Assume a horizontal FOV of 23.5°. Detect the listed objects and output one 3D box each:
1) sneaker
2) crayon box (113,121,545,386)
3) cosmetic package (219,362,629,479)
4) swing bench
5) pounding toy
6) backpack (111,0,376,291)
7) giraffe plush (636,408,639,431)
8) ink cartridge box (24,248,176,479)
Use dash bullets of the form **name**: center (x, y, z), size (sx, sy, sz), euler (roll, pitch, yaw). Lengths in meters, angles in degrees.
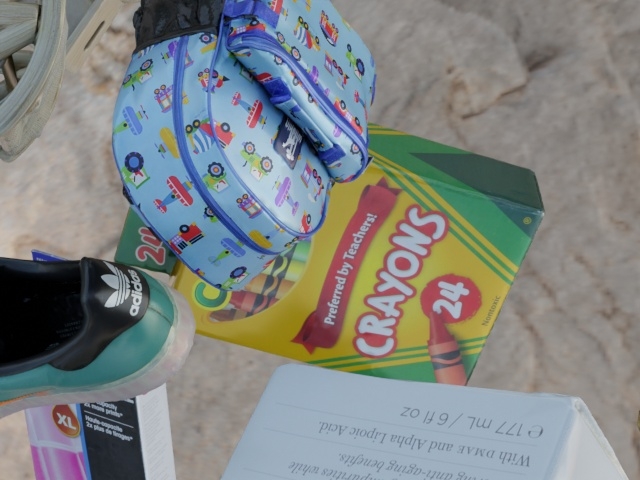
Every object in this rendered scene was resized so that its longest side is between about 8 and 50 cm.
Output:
- **sneaker**: center (-0.242, 0.070, 1.025), size (0.302, 0.121, 0.108), euler (-18, 60, 17)
- **crayon box**: center (0.000, 0.000, 1.276), size (0.318, 0.081, 0.202), euler (15, 120, -9)
- **cosmetic package**: center (0.012, 0.273, 0.831), size (0.156, 0.217, 0.385), euler (54, 51, -40)
- **swing bench**: center (-0.301, -0.123, 1.137), size (0.254, 0.253, 0.165), euler (-15, 91, -9)
- **pounding toy**: center (-0.305, -0.288, 1.900), size (0.130, 0.100, 0.141), euler (35, 91, 7)
- **backpack**: center (-0.045, -0.066, 0.914), size (0.158, 0.116, 0.173), euler (51, 34, -34)
- **giraffe plush**: center (0.216, 0.154, 0.684), size (0.170, 0.181, 0.210), euler (19, 89, -27)
- **ink cartridge box**: center (-0.258, 0.198, 1.776), size (0.069, 0.175, 0.371), euler (-41, 138, -48)
